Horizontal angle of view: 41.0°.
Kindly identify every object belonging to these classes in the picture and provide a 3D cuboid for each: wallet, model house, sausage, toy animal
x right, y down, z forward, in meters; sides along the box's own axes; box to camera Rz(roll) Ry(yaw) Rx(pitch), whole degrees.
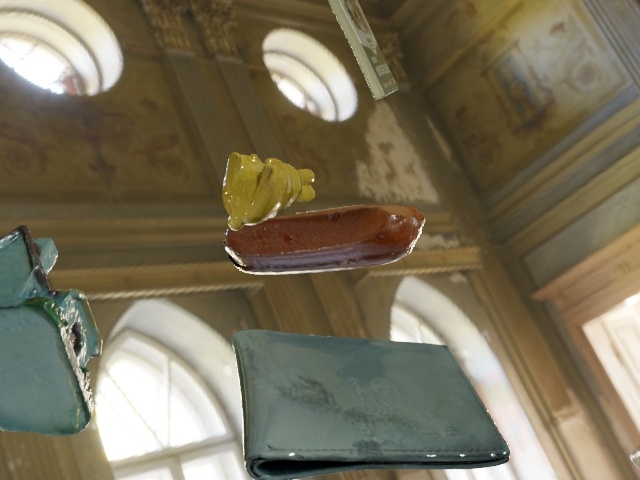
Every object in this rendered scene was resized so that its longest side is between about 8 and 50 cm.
[{"bbox_3d":[0.045,0.187,0.993,0.290,0.251,0.054,5,-67,-10],"label":"wallet"},{"bbox_3d":[-0.471,0.143,1.451,0.230,0.249,0.280,0,-58,12],"label":"model house"},{"bbox_3d":[0.000,0.000,1.266,0.330,0.102,0.102,-7,-9,33],"label":"sausage"},{"bbox_3d":[-0.053,-0.057,0.990,0.159,0.070,0.083,-15,-57,-66],"label":"toy animal"}]

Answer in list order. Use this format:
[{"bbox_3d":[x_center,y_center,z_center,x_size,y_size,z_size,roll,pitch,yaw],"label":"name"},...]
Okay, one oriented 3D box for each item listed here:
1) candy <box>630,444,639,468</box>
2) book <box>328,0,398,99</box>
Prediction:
[{"bbox_3d":[0.595,0.332,1.344,0.195,0.137,0.185,-41,-23,-2],"label":"candy"},{"bbox_3d":[0.081,-0.417,1.744,0.027,0.264,0.202,-24,7,17],"label":"book"}]
